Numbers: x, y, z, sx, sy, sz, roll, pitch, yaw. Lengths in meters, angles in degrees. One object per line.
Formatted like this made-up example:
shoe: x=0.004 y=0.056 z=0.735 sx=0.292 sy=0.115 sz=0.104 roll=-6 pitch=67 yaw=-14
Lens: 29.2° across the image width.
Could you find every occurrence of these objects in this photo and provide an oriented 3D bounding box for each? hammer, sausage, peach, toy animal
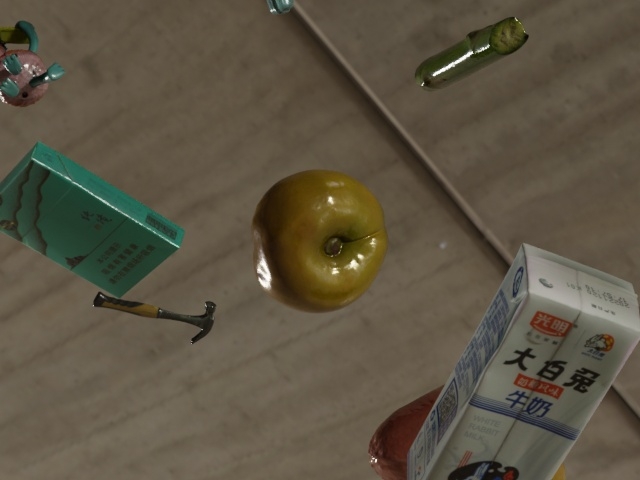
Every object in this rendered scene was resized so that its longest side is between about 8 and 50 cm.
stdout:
hammer: x=-0.276 y=0.122 z=2.033 sx=0.021 sy=0.201 sz=0.078 roll=-89 pitch=-169 yaw=-66
sausage: x=0.200 y=0.308 z=1.962 sx=0.254 sy=0.148 sz=0.148 roll=-32 pitch=-165 yaw=-29
peach: x=0.000 y=0.000 z=2.058 sx=0.251 sy=0.251 sz=0.153 roll=-49 pitch=-143 yaw=-15
toy animal: x=-0.389 y=-0.229 z=1.545 sx=0.103 sy=0.100 sz=0.208 roll=-52 pitch=-144 yaw=-4

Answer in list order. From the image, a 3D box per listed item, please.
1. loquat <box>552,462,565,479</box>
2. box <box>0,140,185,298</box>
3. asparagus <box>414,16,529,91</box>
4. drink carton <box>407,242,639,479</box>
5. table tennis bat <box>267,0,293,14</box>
loquat: x=0.226 y=0.286 z=1.517 sx=0.163 sy=0.137 sz=0.163 roll=-14 pitch=-147 yaw=9
box: x=-0.316 y=-0.022 z=1.622 sx=0.161 sy=0.226 sz=0.042 roll=-37 pitch=-150 yaw=39
asparagus: x=0.236 y=-0.294 z=1.973 sx=0.278 sy=0.067 sz=0.060 roll=160 pitch=-59 yaw=-68
drink carton: x=0.206 y=0.166 z=1.287 sx=0.106 sy=0.131 sz=0.315 roll=-84 pitch=-164 yaw=-59
table tennis bat: x=-0.094 y=-0.449 z=1.817 sx=0.038 sy=0.237 sz=0.149 roll=-17 pitch=-172 yaw=26
